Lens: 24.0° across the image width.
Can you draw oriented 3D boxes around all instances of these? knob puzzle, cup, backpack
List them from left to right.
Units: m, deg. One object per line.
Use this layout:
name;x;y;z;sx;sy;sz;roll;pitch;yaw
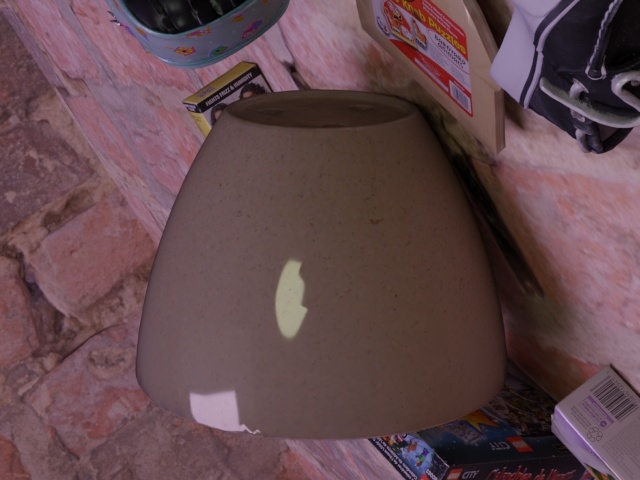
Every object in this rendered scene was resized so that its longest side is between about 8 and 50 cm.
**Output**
backpack;-0.118;-0.245;1.326;0.188;0.166;0.144;53;170;24
cup;0.000;0.000;1.307;0.331;0.331;0.237;-148;54;-60
knob puzzle;0.080;-0.176;1.098;0.213;0.030;0.213;51;167;16

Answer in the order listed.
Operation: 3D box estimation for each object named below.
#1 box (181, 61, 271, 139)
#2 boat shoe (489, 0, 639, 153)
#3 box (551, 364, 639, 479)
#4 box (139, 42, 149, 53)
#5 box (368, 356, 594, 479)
box;-0.058;-0.083;1.708;0.232;0.087;0.058;60;167;-20
boat shoe;0.160;-0.110;0.800;0.105;0.113;0.306;46;169;8
box;0.319;0.244;1.238;0.324;0.067;0.063;48;166;24
box;-0.205;-0.283;1.825;0.105;0.043;0.179;58;169;-15
box;0.139;0.170;1.403;0.233;0.044;0.159;4;-149;-43
